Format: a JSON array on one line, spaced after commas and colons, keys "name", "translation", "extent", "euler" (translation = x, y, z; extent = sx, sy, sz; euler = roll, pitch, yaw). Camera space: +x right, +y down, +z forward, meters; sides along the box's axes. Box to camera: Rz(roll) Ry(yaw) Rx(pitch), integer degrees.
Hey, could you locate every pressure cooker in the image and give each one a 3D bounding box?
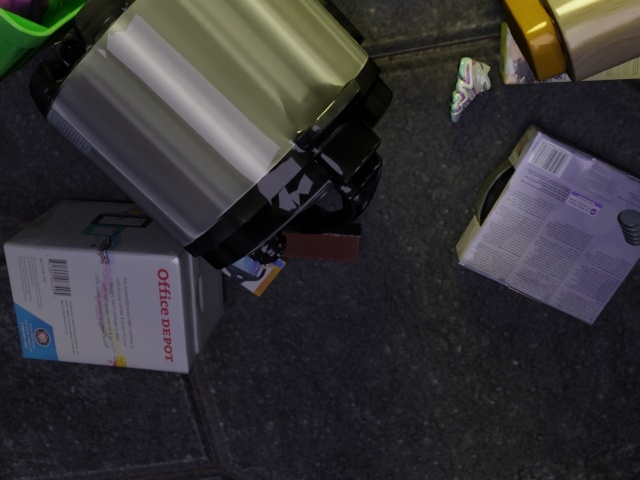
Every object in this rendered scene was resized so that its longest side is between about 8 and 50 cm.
[{"name": "pressure cooker", "translation": [-0.114, -0.167, 1.072], "extent": [0.375, 0.370, 0.420], "euler": [-41, 102, 22]}]

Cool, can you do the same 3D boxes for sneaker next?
[{"name": "sneaker", "translation": [0.233, -0.220, 1.206], "extent": [0.069, 0.038, 0.098], "euler": [9, 114, 0]}]

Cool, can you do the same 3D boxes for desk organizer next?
[{"name": "desk organizer", "translation": [0.000, 0.000, 1.312], "extent": [0.130, 0.047, 0.050], "euler": [5, 116, 1]}]

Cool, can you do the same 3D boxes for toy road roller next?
[{"name": "toy road roller", "translation": [0.303, -0.377, 0.982], "extent": [0.202, 0.330, 0.241], "euler": [-22, 132, 13]}]

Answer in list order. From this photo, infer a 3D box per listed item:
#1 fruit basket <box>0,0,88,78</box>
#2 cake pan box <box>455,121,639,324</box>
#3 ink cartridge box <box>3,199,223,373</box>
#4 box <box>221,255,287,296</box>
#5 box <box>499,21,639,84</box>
[{"name": "fruit basket", "translation": [-0.365, -0.411, 0.981], "extent": [0.283, 0.392, 0.392], "euler": [38, 110, -12]}, {"name": "cake pan box", "translation": [0.377, -0.024, 1.268], "extent": [0.266, 0.070, 0.246], "euler": [23, 111, -7]}, {"name": "ink cartridge box", "translation": [-0.309, 0.065, 1.261], "extent": [0.269, 0.197, 0.198], "euler": [4, 114, 9]}, {"name": "box", "translation": [-0.133, 0.024, 1.340], "extent": [0.136, 0.028, 0.081], "euler": [34, 111, -13]}, {"name": "box", "translation": [0.380, -0.276, 1.163], "extent": [0.232, 0.058, 0.087], "euler": [-3, 113, 4]}]
